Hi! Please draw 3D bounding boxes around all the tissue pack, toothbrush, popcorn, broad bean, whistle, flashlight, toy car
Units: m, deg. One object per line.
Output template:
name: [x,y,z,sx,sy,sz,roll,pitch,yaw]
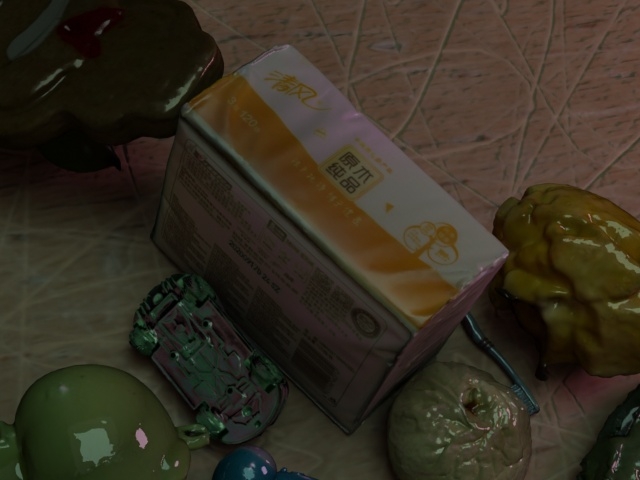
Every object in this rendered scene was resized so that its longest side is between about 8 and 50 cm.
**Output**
tissue pack: [0.000,0.000,1.031,0.225,0.185,0.124,44,58,12]
toothbrush: [0.112,0.061,1.127,0.019,0.013,0.193,-29,71,-19]
popcorn: [0.205,0.032,1.097,0.152,0.148,0.167,-42,65,-9]
broad bean: [-0.243,-0.167,1.147,0.098,0.056,0.318,-36,65,-10]
whistle: [-0.213,0.175,0.919,0.294,0.141,0.141,-24,67,-6]
flashlight: [-0.016,0.188,0.996,0.129,0.051,0.051,28,56,-5]
toy car: [-0.079,0.087,1.029,0.069,0.055,0.142,-44,68,6]

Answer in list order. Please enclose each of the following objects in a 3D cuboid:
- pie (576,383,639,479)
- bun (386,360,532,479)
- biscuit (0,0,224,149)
pie: [0.327,0.222,1.058,0.303,0.067,0.302,7,58,-11]
bun: [0.106,0.142,1.038,0.115,0.069,0.115,8,64,-17]
biscuit: [-0.213,-0.164,1.064,0.183,0.047,0.320,-33,53,-15]
